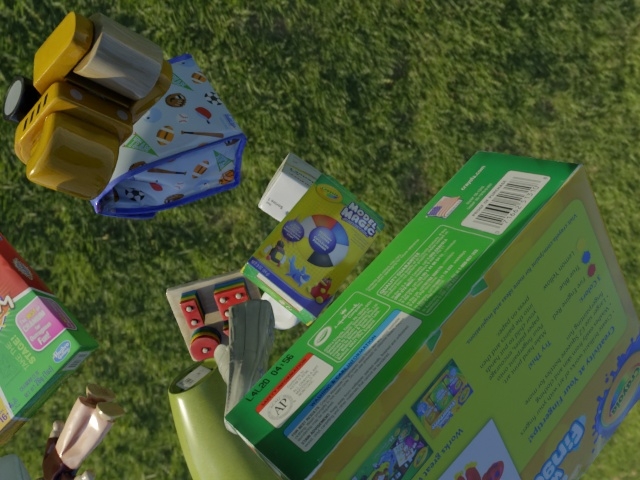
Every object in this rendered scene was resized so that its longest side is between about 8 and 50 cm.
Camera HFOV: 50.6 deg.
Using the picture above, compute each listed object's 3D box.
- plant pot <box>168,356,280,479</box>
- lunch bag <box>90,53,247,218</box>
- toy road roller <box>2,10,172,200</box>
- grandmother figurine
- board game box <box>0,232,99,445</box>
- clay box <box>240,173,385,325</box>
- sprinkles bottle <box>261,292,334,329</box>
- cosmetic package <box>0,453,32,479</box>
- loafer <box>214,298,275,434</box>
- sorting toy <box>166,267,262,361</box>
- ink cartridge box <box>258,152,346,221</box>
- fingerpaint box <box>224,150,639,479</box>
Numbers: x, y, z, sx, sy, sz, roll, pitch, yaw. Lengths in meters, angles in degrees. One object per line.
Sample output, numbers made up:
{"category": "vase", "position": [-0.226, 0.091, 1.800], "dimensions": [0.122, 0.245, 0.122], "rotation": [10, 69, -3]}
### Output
{"category": "plant pot", "position": [-0.218, 0.428, 1.563], "dimensions": [0.274, 0.275, 0.294], "rotation": [-27, 107, 5]}
{"category": "lunch bag", "position": [-0.429, -0.242, 1.668], "dimensions": [0.385, 0.328, 0.239], "rotation": [-22, 151, -26]}
{"category": "toy road roller", "position": [-0.436, -0.229, 1.263], "dimensions": [0.329, 0.241, 0.202], "rotation": [-35, 143, 30]}
{"category": "grandmother figurine", "position": [-0.600, 0.506, 1.598], "dimensions": [0.104, 0.208, 0.342], "rotation": [29, 97, -38]}
{"category": "board game box", "position": [-0.576, 0.156, 1.174], "dimensions": [0.242, 0.316, 0.064], "rotation": [-47, 167, 1]}
{"category": "clay box", "position": [0.000, 0.000, 1.005], "dimensions": [0.222, 0.127, 0.053], "rotation": [-52, -179, -26]}
{"category": "sprinkles bottle", "position": [-0.058, 0.165, 1.955], "dimensions": [0.121, 0.121, 0.355], "rotation": [-35, 174, 16]}
{"category": "cosmetic package", "position": [-0.263, 0.438, 0.434], "dimensions": [0.329, 0.327, 0.394], "rotation": [-23, 114, -24]}
{"category": "loafer", "position": [-0.163, 0.253, 1.385], "dimensions": [0.111, 0.320, 0.112], "rotation": [-3, 129, 7]}
{"category": "sorting toy", "position": [-0.288, 0.235, 1.972], "dimensions": [0.257, 0.089, 0.256], "rotation": [-15, 116, 1]}
{"category": "ink cartridge box", "position": [-0.041, -0.117, 1.836], "dimensions": [0.201, 0.278, 0.117], "rotation": [33, 106, -8]}
{"category": "fingerpaint box", "position": [0.172, 0.179, 0.801], "dimensions": [0.445, 0.163, 0.371], "rotation": [-45, 123, -17]}
